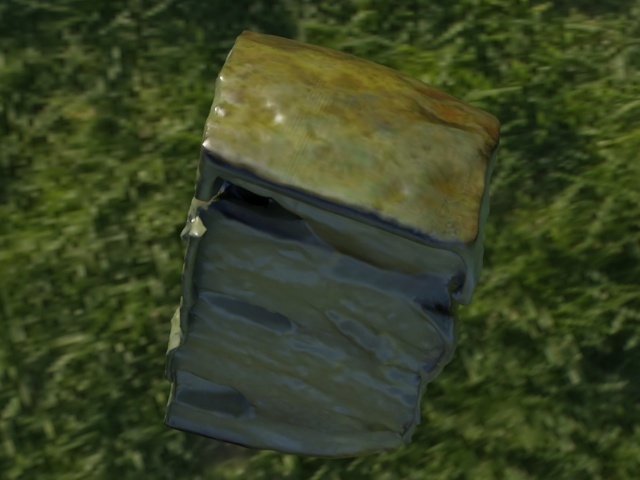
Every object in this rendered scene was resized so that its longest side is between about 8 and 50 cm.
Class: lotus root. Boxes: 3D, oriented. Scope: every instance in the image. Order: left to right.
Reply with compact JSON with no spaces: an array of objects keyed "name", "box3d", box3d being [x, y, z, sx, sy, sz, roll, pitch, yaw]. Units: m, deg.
[{"name":"lotus root","box3d":[0.000,0.000,0.827,0.119,0.235,0.138,12,63,-2]}]
